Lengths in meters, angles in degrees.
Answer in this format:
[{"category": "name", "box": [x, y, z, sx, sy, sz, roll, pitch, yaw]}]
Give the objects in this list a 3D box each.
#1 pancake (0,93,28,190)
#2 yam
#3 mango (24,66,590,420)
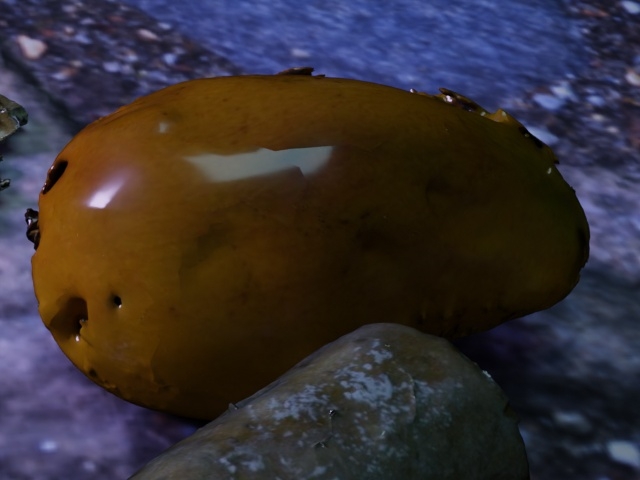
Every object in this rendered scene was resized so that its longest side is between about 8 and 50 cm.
[{"category": "pancake", "box": [-0.204, -0.046, 0.922, 0.116, 0.022, 0.129, 7, 31, -4]}, {"category": "yam", "box": [-0.023, 0.113, 0.671, 0.107, 0.107, 0.194, 32, 41, 28]}, {"category": "mango", "box": [0.000, 0.000, 0.821, 0.249, 0.151, 0.156, 0, 67, -24]}]
